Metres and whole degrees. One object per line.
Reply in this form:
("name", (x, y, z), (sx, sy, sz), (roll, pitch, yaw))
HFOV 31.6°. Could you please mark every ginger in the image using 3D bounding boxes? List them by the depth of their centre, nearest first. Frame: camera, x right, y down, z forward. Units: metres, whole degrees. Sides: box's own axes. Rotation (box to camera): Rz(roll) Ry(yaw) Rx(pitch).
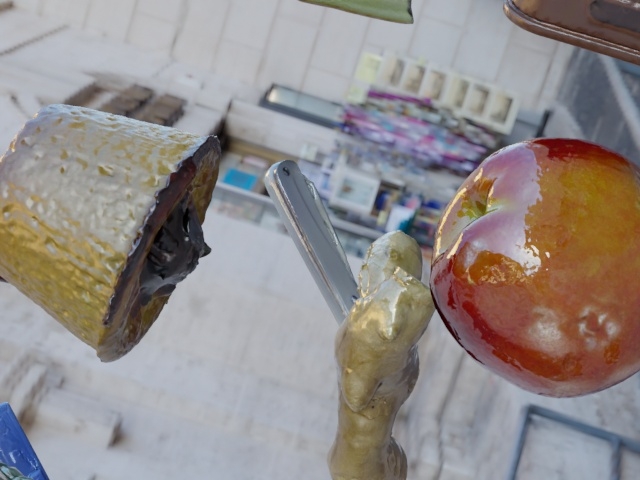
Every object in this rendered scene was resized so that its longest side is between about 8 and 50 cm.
("ginger", (0.060, 0.169, 1.322), (0.348, 0.122, 0.363), (0, -75, -80))

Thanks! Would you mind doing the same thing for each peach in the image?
("peach", (0.220, 0.025, 1.044), (0.199, 0.244, 0.243), (-142, 69, -74))

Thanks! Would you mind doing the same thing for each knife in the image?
("knife", (-0.002, 0.002, 1.672), (0.073, 0.265, 0.041), (-22, -6, -38))

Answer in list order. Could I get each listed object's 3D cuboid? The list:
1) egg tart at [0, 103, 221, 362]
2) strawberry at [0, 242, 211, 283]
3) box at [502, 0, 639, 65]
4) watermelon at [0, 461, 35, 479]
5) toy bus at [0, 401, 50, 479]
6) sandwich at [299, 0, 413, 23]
("egg tart", (-0.184, -0.013, 0.960), (0.215, 0.171, 0.215), (24, -90, -86))
("strawberry", (-0.246, 0.002, 1.202), (0.228, 0.174, 0.098), (-24, 18, 21))
("box", (0.349, -0.348, 1.140), (0.339, 0.240, 0.229), (-60, -15, -54))
("watermelon", (-0.288, 0.107, 0.601), (0.151, 0.264, 0.302), (-45, -28, -25))
("toy bus", (-0.338, 0.257, 1.266), (0.051, 0.153, 0.061), (-27, -8, -23))
("sandwich", (0.078, -0.432, 1.704), (0.063, 0.212, 0.245), (100, -176, -54))
